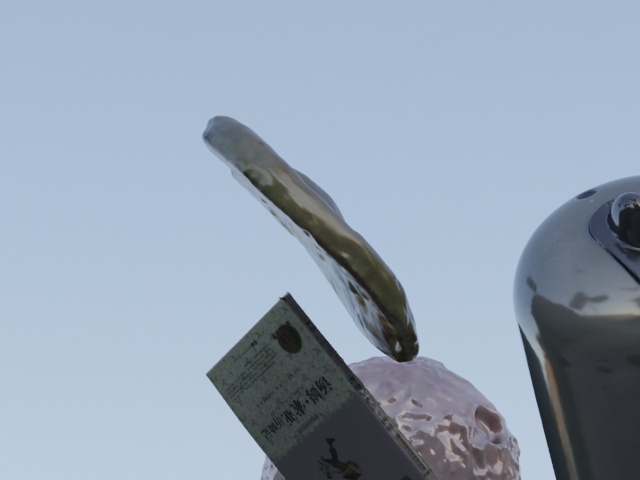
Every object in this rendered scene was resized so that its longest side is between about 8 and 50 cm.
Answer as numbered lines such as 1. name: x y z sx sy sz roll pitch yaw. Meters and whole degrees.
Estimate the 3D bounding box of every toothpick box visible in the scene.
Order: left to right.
1. toothpick box: 0.263 0.094 1.282 0.229 0.229 0.316 -14 -52 8

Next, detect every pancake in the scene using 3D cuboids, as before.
1. pancake: 0.001 -0.001 1.182 0.042 0.222 0.236 -42 -38 -6

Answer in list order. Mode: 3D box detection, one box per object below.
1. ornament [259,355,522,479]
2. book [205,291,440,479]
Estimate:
1. ornament: 0.073 0.239 1.667 0.259 0.259 0.225 -36 -11 33
2. book: -0.002 0.139 1.279 0.014 0.181 0.127 -32 -9 -46
